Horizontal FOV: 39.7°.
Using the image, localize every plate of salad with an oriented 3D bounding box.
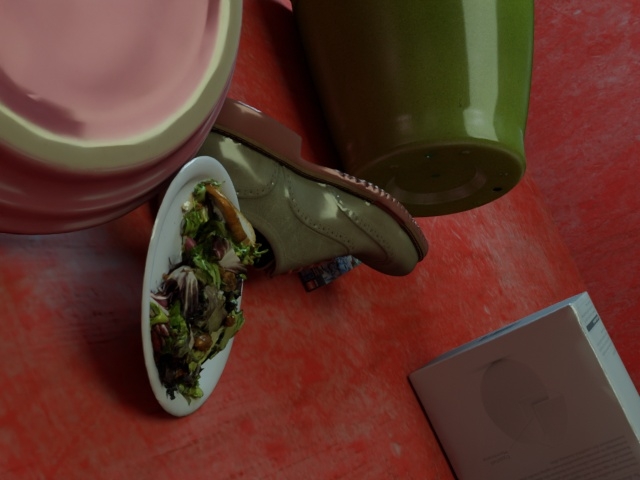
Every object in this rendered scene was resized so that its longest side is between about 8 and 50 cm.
[{"bbox_3d":[-0.084,0.036,0.679,0.200,0.048,0.200,5,90,-76],"label":"plate of salad"}]

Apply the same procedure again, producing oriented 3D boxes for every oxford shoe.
[{"bbox_3d":[-0.025,-0.016,0.886,0.348,0.123,0.130,28,75,-39],"label":"oxford shoe"}]

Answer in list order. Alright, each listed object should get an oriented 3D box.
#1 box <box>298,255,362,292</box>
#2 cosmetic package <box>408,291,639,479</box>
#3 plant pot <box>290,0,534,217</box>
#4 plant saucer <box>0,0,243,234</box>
[{"bbox_3d":[0.000,0.000,1.019,0.094,0.027,0.137,64,23,1],"label":"box"},{"bbox_3d":[0.269,0.214,1.096,0.224,0.224,0.138,66,23,7],"label":"cosmetic package"},{"bbox_3d":[0.138,-0.233,1.221,0.366,0.366,0.353,28,52,-53],"label":"plant pot"},{"bbox_3d":[-0.168,-0.168,0.572,0.332,0.084,0.332,-5,98,-47],"label":"plant saucer"}]
